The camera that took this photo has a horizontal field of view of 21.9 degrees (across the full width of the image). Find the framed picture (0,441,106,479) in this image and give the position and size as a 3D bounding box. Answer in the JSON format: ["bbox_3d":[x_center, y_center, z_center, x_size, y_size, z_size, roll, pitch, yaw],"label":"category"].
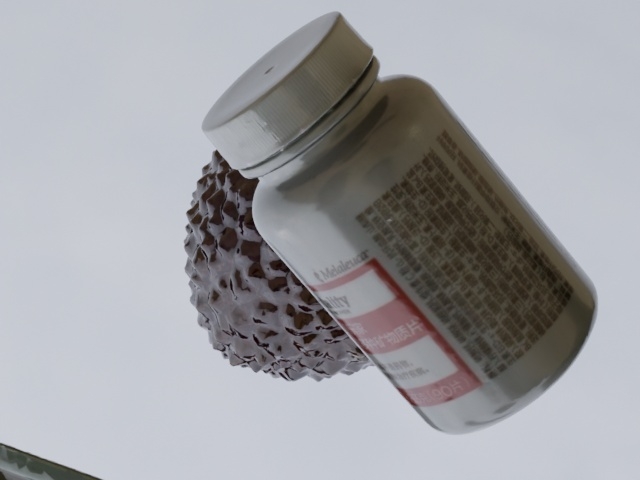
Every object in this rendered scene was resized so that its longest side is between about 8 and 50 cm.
[{"bbox_3d":[-0.152,0.297,1.095,0.231,0.293,0.018,18,-167,15],"label":"framed picture"}]

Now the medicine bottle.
[{"bbox_3d":[0.027,-0.007,0.571,0.140,0.079,0.079,49,-153,-16],"label":"medicine bottle"}]

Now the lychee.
[{"bbox_3d":[0.000,0.000,0.979,0.188,0.188,0.188,7,-149,-4],"label":"lychee"}]
